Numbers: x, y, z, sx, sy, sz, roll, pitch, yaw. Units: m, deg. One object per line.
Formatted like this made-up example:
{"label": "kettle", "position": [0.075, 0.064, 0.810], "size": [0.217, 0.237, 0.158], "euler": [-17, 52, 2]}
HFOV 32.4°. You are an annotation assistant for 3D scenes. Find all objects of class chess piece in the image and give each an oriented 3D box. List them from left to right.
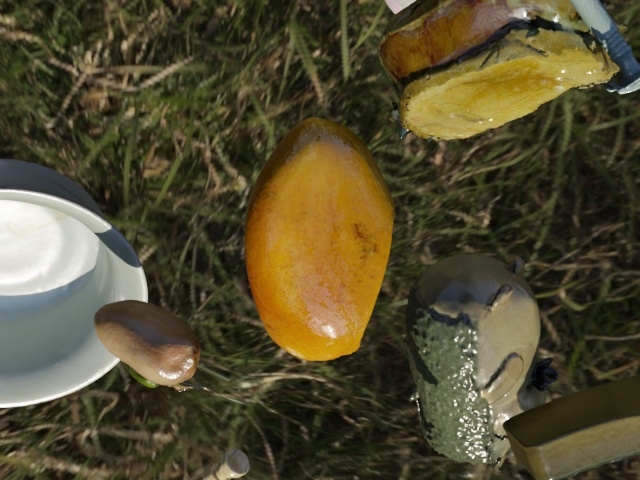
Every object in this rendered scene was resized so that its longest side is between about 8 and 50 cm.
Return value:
{"label": "chess piece", "position": [-0.127, 0.294, 1.380], "size": [0.035, 0.092, 0.035], "euler": [23, 47, -27]}

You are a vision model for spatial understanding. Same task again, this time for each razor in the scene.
{"label": "razor", "position": [0.268, -0.258, 1.137], "size": [0.068, 0.106, 0.232], "euler": [-34, 93, 15]}

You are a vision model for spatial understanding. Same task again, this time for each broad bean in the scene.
{"label": "broad bean", "position": [-0.250, 0.169, 1.591], "size": [0.098, 0.318, 0.056], "euler": [26, 91, -28]}

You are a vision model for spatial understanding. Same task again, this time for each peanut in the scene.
{"label": "peanut", "position": [-0.196, 0.110, 1.245], "size": [0.152, 0.076, 0.076], "euler": [28, 78, 31]}

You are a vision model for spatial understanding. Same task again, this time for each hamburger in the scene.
{"label": "hamburger", "position": [0.190, -0.228, 1.317], "size": [0.211, 0.309, 0.132], "euler": [21, 58, -47]}

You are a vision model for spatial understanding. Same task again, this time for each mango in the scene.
{"label": "mango", "position": [0.000, 0.000, 1.108], "size": [0.154, 0.126, 0.252], "euler": [-3, 110, -6]}

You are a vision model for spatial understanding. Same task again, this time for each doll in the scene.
{"label": "doll", "position": [0.252, 0.192, 1.735], "size": [0.247, 0.247, 0.349], "euler": [-2, 115, -9]}

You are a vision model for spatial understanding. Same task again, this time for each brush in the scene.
{"label": "brush", "position": [0.322, 0.218, 1.283], "size": [0.197, 0.123, 0.059], "euler": [-17, 99, -3]}

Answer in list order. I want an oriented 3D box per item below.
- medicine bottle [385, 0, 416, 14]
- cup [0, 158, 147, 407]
{"label": "medicine bottle", "position": [0.204, -0.470, 1.662], "size": [0.202, 0.316, 0.202], "euler": [1, 74, -5]}
{"label": "cup", "position": [-0.396, 0.032, 1.378], "size": [0.347, 0.163, 0.347], "euler": [-7, 129, -9]}
